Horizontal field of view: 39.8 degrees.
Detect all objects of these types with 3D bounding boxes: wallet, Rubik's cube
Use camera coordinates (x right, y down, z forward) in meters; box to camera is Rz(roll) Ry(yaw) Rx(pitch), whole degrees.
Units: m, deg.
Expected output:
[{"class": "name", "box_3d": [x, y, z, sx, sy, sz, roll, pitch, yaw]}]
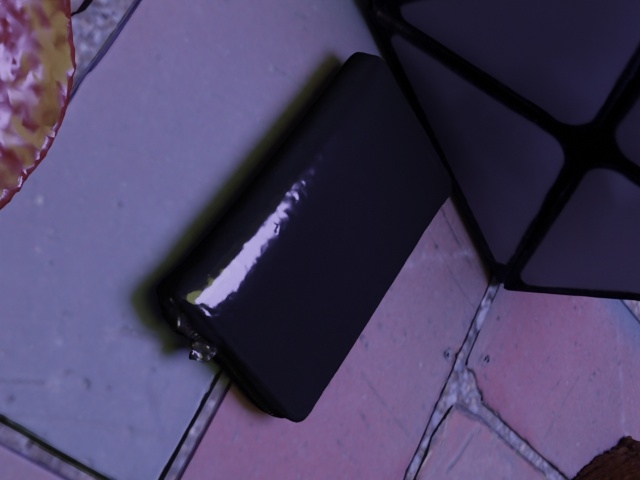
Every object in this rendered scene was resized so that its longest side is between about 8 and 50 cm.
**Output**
[{"class": "wallet", "box_3d": [0.000, 0.000, 0.609, 0.149, 0.044, 0.250, 52, 59, -33]}, {"class": "Rubik's cube", "box_3d": [0.274, -0.155, 0.664, 0.305, 0.310, 0.307, -44, 119, -30]}]

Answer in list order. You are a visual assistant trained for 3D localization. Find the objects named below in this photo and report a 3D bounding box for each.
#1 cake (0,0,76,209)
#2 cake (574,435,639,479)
[{"class": "cake", "box_3d": [-0.202, -0.127, 0.365, 0.177, 0.151, 0.283, -11, 93, -36]}, {"class": "cake", "box_3d": [0.247, 0.292, 0.788, 0.295, 0.113, 0.116, -27, 106, -31]}]
